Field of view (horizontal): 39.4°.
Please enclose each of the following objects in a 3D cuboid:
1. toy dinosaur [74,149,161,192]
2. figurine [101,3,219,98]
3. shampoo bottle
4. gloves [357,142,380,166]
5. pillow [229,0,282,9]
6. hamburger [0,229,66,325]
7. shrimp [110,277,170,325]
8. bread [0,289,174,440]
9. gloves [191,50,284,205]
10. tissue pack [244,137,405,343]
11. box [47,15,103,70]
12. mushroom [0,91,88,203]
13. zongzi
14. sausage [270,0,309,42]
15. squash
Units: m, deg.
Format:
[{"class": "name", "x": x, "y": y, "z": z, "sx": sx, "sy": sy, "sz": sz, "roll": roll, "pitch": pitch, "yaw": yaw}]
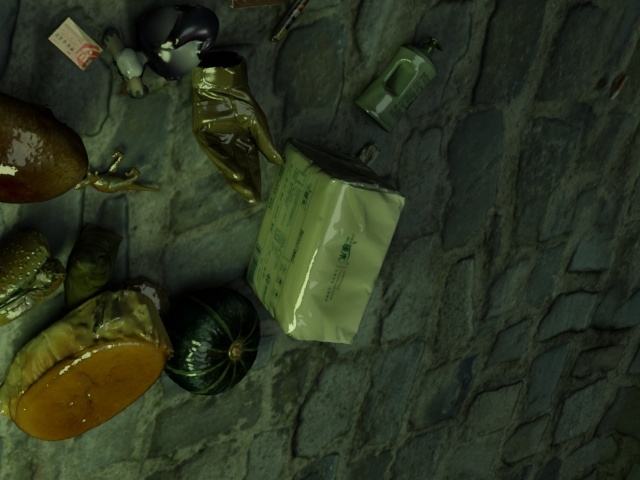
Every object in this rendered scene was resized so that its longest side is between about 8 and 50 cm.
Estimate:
[{"class": "toy dinosaur", "x": -0.429, "y": -0.113, "z": 1.866, "sx": 0.126, "sy": 0.039, "sz": 0.162, "roll": -37, "pitch": 132, "yaw": 4}, {"class": "figurine", "x": -0.301, "y": -0.386, "z": 1.734, "sx": 0.222, "sy": 0.145, "sz": 0.145, "roll": -31, "pitch": 126, "yaw": -10}, {"class": "shampoo bottle", "x": 0.190, "y": -0.370, "z": 2.048, "sx": 0.234, "sy": 0.087, "sz": 0.118, "roll": -51, "pitch": 128, "yaw": 2}, {"class": "gloves", "x": 0.117, "y": -0.203, "z": 2.122, "sx": 0.081, "sy": 0.037, "sz": 0.044, "roll": -33, "pitch": 91, "yaw": 8}, {"class": "pillow", "x": -0.136, "y": -0.579, "z": 1.783, "sx": 0.126, "sy": 0.043, "sz": 0.233, "roll": -17, "pitch": 123, "yaw": -22}, {"class": "hamburger", "x": -0.615, "y": 0.080, "z": 1.768, "sx": 0.215, "sy": 0.189, "sz": 0.122, "roll": -37, "pitch": 117, "yaw": -6}, {"class": "shrimp", "x": -0.423, "y": 0.201, "z": 2.020, "sx": 0.173, "sy": 0.058, "sz": 0.253, "roll": 4, "pitch": 111, "yaw": -23}, {"class": "bread", "x": -0.487, "y": 0.271, "z": 1.887, "sx": 0.388, "sy": 0.183, "sz": 0.236, "roll": -36, "pitch": 148, "yaw": 16}, {"class": "gloves", "x": -0.183, "y": -0.229, "z": 1.879, "sx": 0.154, "sy": 0.141, "sz": 0.331, "roll": -33, "pitch": 120, "yaw": -43}, {"class": "tissue pack", "x": 0.000, "y": 0.000, "z": 2.002, "sx": 0.207, "sy": 0.297, "sz": 0.381, "roll": 8, "pitch": 111, "yaw": -30}, {"class": "box", "x": -0.470, "y": -0.378, "z": 1.715, "sx": 0.058, "sy": 0.015, "sz": 0.093, "roll": -47, "pitch": 127, "yaw": -3}, {"class": "mushroom", "x": -0.558, "y": -0.165, "z": 1.641, "sx": 0.283, "sy": 0.263, "sz": 0.195, "roll": 4, "pitch": 86, "yaw": -64}, {"class": "zongzi", "x": -0.490, "y": 0.093, "z": 1.835, "sx": 0.094, "sy": 0.204, "sz": 0.205, "roll": 20, "pitch": 108, "yaw": -7}, {"class": "sausage", "x": -0.043, "y": -0.497, "z": 1.889, "sx": 0.028, "sy": 0.025, "sz": 0.198, "roll": 36, "pitch": 94, "yaw": -35}, {"class": "squash", "x": -0.249, "y": 0.229, "z": 2.039, "sx": 0.252, "sy": 0.165, "sz": 0.252, "roll": -25, "pitch": 124, "yaw": -44}]
